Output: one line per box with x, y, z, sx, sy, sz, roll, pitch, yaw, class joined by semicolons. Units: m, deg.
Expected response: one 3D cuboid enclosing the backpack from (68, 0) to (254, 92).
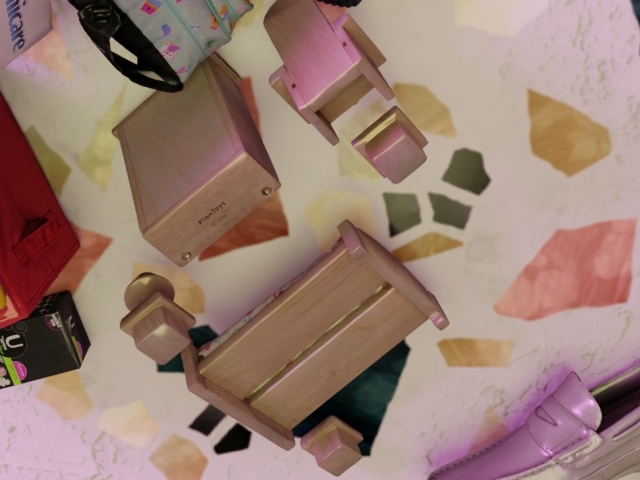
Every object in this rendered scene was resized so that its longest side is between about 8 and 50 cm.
-0.134;-0.198;0.787;0.115;0.152;0.182;-39;148;3;backpack

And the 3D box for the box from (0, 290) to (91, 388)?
-0.264;0.092;0.950;0.083;0.052;0.062;-15;110;4;box

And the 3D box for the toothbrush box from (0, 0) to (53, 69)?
-0.354;-0.151;0.659;0.216;0.126;0.295;44;67;5;toothbrush box

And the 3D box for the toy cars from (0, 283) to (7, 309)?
-0.422;0.006;0.710;0.393;0.087;0.177;23;107;-6;toy cars

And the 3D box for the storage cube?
-0.338;-0.019;0.843;0.215;0.184;0.193;-23;106;8;storage cube

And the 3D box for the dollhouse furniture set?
0.000;0.000;0.921;0.303;0.174;0.355;-39;129;12;dollhouse furniture set

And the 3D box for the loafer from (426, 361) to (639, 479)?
0.240;0.175;0.957;0.319;0.112;0.112;-22;103;-1;loafer

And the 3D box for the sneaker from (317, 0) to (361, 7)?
-0.044;-0.263;0.830;0.209;0.069;0.082;22;75;1;sneaker
